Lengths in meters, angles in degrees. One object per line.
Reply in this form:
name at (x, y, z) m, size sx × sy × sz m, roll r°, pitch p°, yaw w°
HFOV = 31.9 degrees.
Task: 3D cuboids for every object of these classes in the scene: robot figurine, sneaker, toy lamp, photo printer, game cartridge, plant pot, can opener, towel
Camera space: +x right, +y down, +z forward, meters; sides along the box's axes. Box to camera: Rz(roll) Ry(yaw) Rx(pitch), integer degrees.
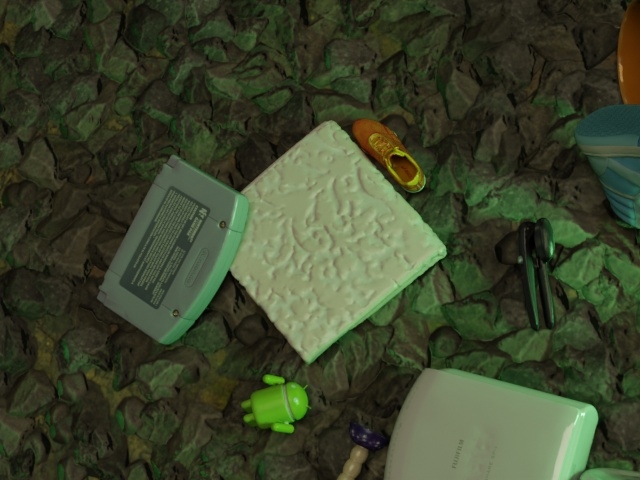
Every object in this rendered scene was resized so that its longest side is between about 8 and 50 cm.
robot figurine at (-0.072, 0.276, 1.875) m, size 0.115 × 0.067 × 0.101 m, roll -16°, pitch 59°, yaw 8°
sneaker at (0.558, -0.100, 1.741) m, size 0.127 × 0.208 × 0.319 m, roll -40°, pitch 28°, yaw -18°
sneaker at (0.121, -0.158, 1.956) m, size 0.064 × 0.067 × 0.175 m, roll -45°, pitch 68°, yaw 0°
toy lamp at (0.019, 0.429, 1.804) m, size 0.080 × 0.080 × 0.274 m, roll 22°, pitch 80°, yaw 18°
photo printer at (0.247, 0.338, 1.726) m, size 0.307 × 0.107 × 0.256 m, roll 13°, pitch 80°, yaw 35°
game cartridge at (-0.254, 0.021, 1.967) m, size 0.198 × 0.062 × 0.297 m, roll 31°, pitch 95°, yaw 21°
plant pot at (0.609, -0.298, 1.825) m, size 0.188 × 0.205 × 0.205 m, roll -4°, pitch 73°, yaw -4°
can opener at (0.354, 0.056, 1.844) m, size 0.059 × 0.073 × 0.186 m, roll 0°, pitch 83°, yaw 5°
towel at (0.000, 0.000, 1.946) m, size 0.317 × 0.053 × 0.332 m, roll -40°, pitch 68°, yaw 1°

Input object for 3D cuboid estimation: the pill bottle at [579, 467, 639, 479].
pill bottle at (0.436, 0.483, 1.622) m, size 0.162 × 0.162 × 0.278 m, roll 8°, pitch 93°, yaw 16°
